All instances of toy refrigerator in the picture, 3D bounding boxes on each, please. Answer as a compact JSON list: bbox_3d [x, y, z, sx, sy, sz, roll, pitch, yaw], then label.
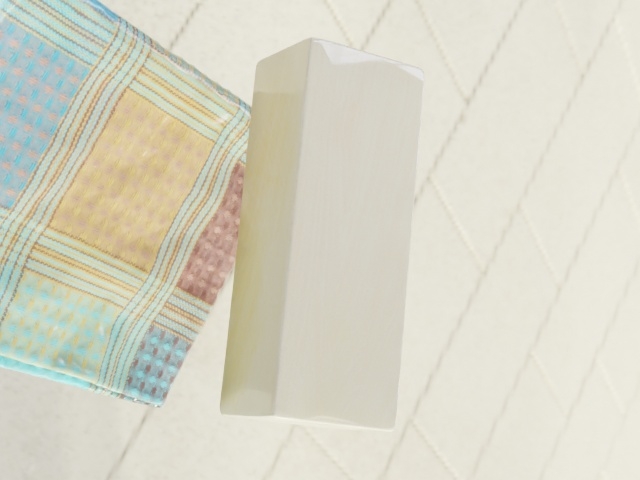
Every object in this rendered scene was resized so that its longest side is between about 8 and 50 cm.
[{"bbox_3d":[0.000,0.000,0.927,0.102,0.094,0.269,11,79,-30],"label":"toy refrigerator"}]

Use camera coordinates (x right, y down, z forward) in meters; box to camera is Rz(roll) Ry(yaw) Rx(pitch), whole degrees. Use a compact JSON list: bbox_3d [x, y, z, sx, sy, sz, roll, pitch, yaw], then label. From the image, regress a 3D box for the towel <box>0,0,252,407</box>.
[{"bbox_3d":[-0.178,-0.027,0.931,0.370,0.040,0.271,29,88,-52],"label":"towel"}]
